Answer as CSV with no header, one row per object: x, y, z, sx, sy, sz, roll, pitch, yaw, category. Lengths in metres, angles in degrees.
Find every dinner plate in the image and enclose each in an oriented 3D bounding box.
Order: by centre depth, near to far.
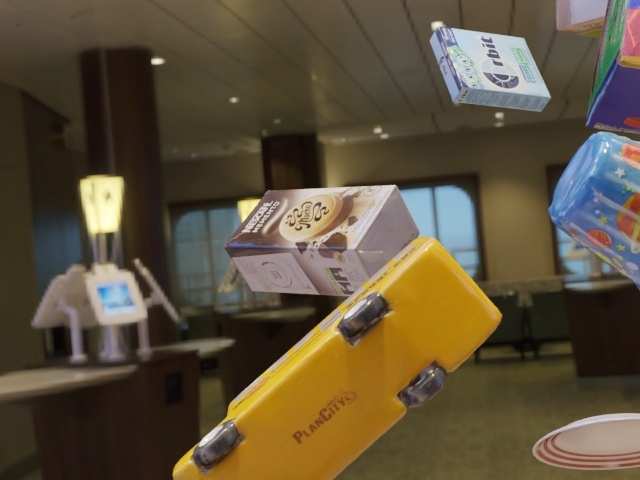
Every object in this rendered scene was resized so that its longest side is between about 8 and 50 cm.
0.253,0.170,0.841,0.141,0.017,0.141,0,-28,0,dinner plate

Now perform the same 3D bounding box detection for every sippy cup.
0.493,-0.053,1.542,0.224,0.240,0.305,28,-29,-2,sippy cup

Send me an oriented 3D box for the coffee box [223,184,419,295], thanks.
0.000,0.000,1.748,0.297,0.118,0.168,0,42,38,coffee box

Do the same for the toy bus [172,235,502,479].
0.015,0.142,0.949,0.333,0.108,0.130,-42,6,-2,toy bus

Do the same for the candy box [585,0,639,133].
0.305,-0.120,0.569,0.268,0.122,0.317,9,1,12,candy box

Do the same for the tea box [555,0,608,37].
0.448,-0.409,1.140,0.324,0.328,0.220,-1,-2,-39,tea box

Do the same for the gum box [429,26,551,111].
0.304,-0.308,1.764,0.184,0.157,0.041,3,-37,-23,gum box
